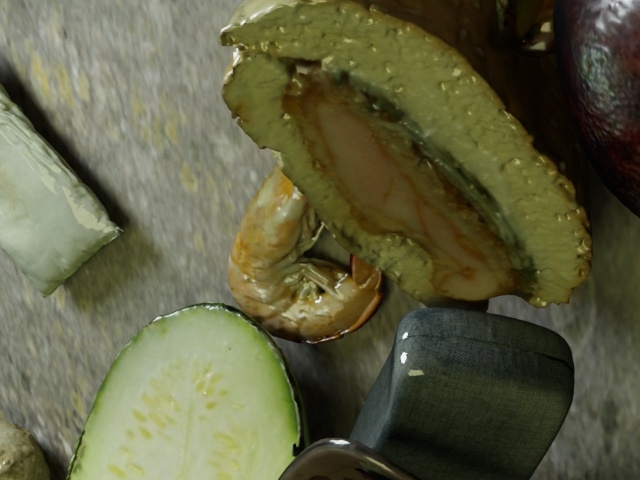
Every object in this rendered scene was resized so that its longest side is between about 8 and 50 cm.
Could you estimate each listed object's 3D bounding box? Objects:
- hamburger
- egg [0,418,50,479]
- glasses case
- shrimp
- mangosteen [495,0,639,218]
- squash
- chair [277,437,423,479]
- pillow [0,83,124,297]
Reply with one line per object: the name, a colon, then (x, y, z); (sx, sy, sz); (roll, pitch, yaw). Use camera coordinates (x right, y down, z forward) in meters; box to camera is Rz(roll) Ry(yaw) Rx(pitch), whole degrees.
hamburger: (0.068, -0.109, 0.863); (0.162, 0.209, 0.330); (-20, 139, 30)
egg: (-0.341, 0.247, 1.367); (0.140, 0.116, 0.118); (62, 140, 26)
glasses case: (0.086, 0.170, 1.011); (0.131, 0.074, 0.323); (12, 140, -6)
shrimp: (-0.002, 0.002, 1.055); (0.133, 0.053, 0.236); (37, 132, 14)
mangosteen: (0.245, -0.126, 0.696); (0.288, 0.288, 0.288); (15, 121, 26)
squash: (-0.110, 0.220, 1.138); (0.234, 0.210, 0.309); (24, 131, 27)
chair: (0.121, 0.280, 0.939); (0.326, 0.183, 0.175); (17, 138, -16)
pillow: (-0.290, -0.062, 1.213); (0.229, 0.050, 0.148); (49, 135, -2)
